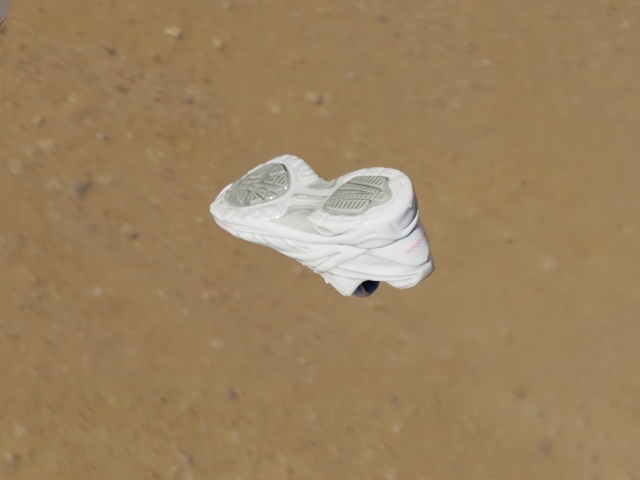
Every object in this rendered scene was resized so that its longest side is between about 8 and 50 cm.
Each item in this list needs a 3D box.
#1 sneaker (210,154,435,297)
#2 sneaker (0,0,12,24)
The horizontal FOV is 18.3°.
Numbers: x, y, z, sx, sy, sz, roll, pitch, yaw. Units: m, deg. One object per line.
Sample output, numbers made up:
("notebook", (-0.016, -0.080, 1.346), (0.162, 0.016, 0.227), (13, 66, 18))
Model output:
("sneaker", (0.000, 0.000, 1.645), (0.090, 0.232, 0.115), (-44, 123, -26))
("sneaker", (-0.209, -0.264, 1.204), (0.169, 0.447, 0.257), (33, 102, -9))
